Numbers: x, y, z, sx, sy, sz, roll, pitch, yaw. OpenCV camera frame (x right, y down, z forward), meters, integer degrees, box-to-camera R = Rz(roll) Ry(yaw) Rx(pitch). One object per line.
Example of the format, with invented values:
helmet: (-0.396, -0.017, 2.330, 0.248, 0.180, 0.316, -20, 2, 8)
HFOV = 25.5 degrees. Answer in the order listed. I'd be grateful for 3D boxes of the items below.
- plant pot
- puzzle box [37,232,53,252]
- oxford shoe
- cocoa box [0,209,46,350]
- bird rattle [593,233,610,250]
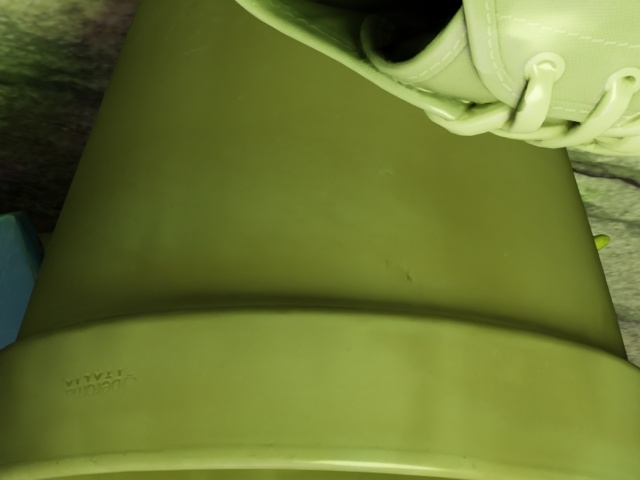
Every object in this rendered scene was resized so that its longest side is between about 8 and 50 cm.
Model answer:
plant pot: (0.000, 0.000, 0.699, 0.323, 0.280, 0.323, 1, 163, 0)
puzzle box: (-0.135, 0.082, 1.113, 0.409, 0.052, 0.272, -1, 148, 44)
oxford shoe: (0.103, -0.088, 0.553, 0.449, 0.130, 0.169, 24, 159, -30)
cocoa box: (-0.303, 0.141, 0.856, 0.347, 0.228, 0.231, -21, -175, -9)
bird rattle: (0.080, -0.010, 1.003, 0.254, 0.143, 0.207, 13, 151, 4)
